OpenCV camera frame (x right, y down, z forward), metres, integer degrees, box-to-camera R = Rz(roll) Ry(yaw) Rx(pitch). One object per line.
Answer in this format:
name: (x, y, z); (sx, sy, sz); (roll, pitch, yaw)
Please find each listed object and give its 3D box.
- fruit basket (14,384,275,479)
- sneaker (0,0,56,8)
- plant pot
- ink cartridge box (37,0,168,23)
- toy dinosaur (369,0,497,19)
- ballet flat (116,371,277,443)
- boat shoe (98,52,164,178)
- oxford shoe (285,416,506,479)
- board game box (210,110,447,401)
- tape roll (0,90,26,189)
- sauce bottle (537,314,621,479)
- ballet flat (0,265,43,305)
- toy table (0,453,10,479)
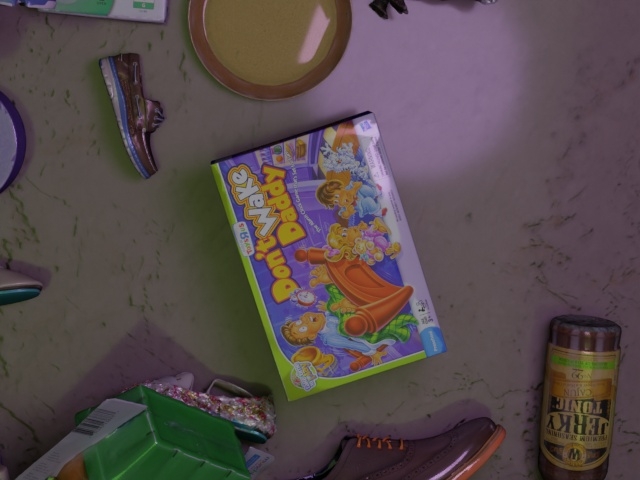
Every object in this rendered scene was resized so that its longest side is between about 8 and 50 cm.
fruit basket: (-0.290, 0.357, 1.772); (0.353, 0.165, 0.327); (-38, 136, 24)
sneaker: (-0.476, -0.386, 1.539); (0.316, 0.127, 0.182); (3, 97, -24)
plant pot: (-0.072, -0.319, 1.821); (0.236, 0.032, 0.236); (-1, 97, -4)
ink cartridge box: (-0.300, -0.426, 1.784); (0.181, 0.056, 0.224); (4, 98, -4)
toy dinosaur: (0.113, -0.420, 1.795); (0.313, 0.121, 0.160); (44, 81, -3)
ballet flat: (-0.178, 0.238, 1.868); (0.241, 0.091, 0.077); (16, 65, -9)
boat shoe: (-0.259, -0.180, 1.808); (0.066, 0.066, 0.183); (-18, 98, -3)
oxford shoe: (0.098, 0.336, 1.867); (0.364, 0.130, 0.132); (-27, 90, -1)
board game box: (0.011, 0.021, 1.751); (0.233, 0.078, 0.347); (-18, 99, -1)
tape roll: (-0.518, -0.139, 1.791); (0.189, 0.080, 0.189); (0, 97, -3)
sauce bottle: (0.382, 0.288, 1.884); (0.111, 0.111, 0.344); (2, 97, -4)
ballet flat: (-0.527, 0.069, 1.821); (0.248, 0.086, 0.086); (-15, 98, -1)
toy table: (-0.561, 0.340, 1.807); (0.252, 0.161, 0.274); (-23, 99, 0)
